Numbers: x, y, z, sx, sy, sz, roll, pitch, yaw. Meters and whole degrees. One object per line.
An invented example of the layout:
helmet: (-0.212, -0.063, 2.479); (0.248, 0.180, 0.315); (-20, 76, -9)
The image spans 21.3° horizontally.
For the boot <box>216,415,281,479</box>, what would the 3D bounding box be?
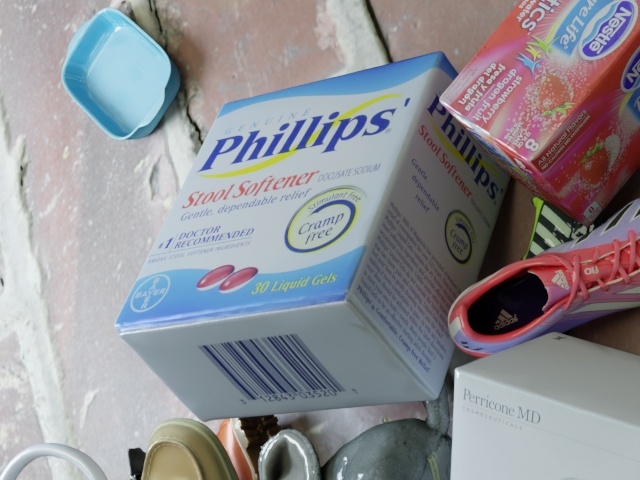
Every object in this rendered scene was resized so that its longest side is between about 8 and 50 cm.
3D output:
boot: (-0.064, 0.238, 1.628); (0.084, 0.059, 0.158); (-43, 53, 39)

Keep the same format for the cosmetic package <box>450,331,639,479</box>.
cosmetic package: (0.222, 0.211, 1.290); (0.224, 0.138, 0.225); (15, 109, 42)

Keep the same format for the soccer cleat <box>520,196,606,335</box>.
soccer cleat: (0.214, 0.011, 1.469); (0.072, 0.060, 0.179); (-6, 69, 37)

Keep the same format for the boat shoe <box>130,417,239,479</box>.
boat shoe: (-0.127, 0.309, 1.571); (0.104, 0.089, 0.285); (-4, 93, 28)

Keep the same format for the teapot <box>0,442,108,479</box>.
teapot: (-0.254, 0.367, 1.630); (0.187, 0.256, 0.252); (-11, 43, 16)

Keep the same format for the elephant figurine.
elephant figurine: (0.012, 0.241, 1.496); (0.239, 0.169, 0.186); (-5, 32, 48)

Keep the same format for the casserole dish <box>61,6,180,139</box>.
casserole dish: (-0.219, -0.183, 1.902); (0.188, 0.037, 0.114); (43, 104, 40)

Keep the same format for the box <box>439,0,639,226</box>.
box: (0.241, -0.159, 1.428); (0.257, 0.128, 0.122); (-50, 49, -1)

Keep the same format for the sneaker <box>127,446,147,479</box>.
sneaker: (-0.164, 0.292, 1.661); (0.051, 0.089, 0.170); (3, 77, 40)

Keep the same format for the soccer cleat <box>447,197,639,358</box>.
soccer cleat: (0.219, 0.027, 1.391); (0.248, 0.095, 0.083); (-25, 81, 5)

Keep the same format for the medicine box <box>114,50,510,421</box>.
medicine box: (0.000, 0.000, 1.522); (0.263, 0.149, 0.289); (-10, 44, 36)
